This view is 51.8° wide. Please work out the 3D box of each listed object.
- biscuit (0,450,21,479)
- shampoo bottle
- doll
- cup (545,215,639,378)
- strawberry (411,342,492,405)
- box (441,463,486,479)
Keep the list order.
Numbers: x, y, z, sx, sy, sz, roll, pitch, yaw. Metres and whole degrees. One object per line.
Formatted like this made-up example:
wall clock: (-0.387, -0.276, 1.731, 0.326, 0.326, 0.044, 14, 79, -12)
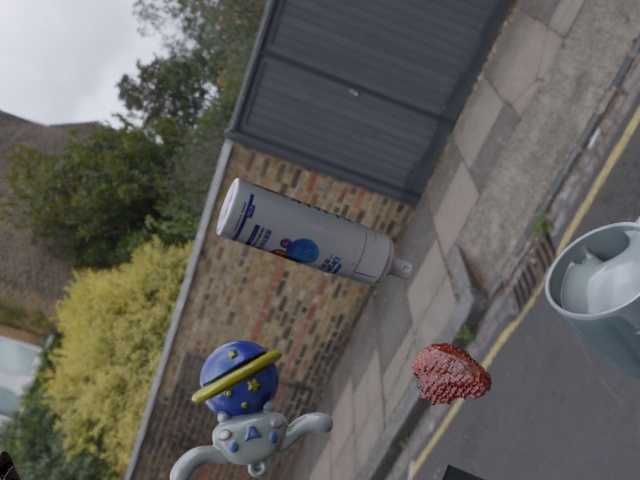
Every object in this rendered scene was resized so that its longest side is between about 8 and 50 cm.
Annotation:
biscuit: (-0.616, 0.544, 1.272, 0.151, 0.235, 0.063, -36, -24, -23)
shampoo bottle: (0.000, 0.000, 0.994, 0.092, 0.303, 0.092, -57, 20, 35)
doll: (-0.174, 0.334, 1.277, 0.311, 0.242, 0.159, -30, 6, -18)
cup: (0.707, 0.105, 1.445, 0.356, 0.274, 0.259, -51, 24, -13)
strawberry: (0.329, 0.341, 1.762, 0.236, 0.107, 0.175, -27, 37, 36)
box: (0.290, 0.689, 1.355, 0.251, 0.205, 0.345, -36, -39, -60)
